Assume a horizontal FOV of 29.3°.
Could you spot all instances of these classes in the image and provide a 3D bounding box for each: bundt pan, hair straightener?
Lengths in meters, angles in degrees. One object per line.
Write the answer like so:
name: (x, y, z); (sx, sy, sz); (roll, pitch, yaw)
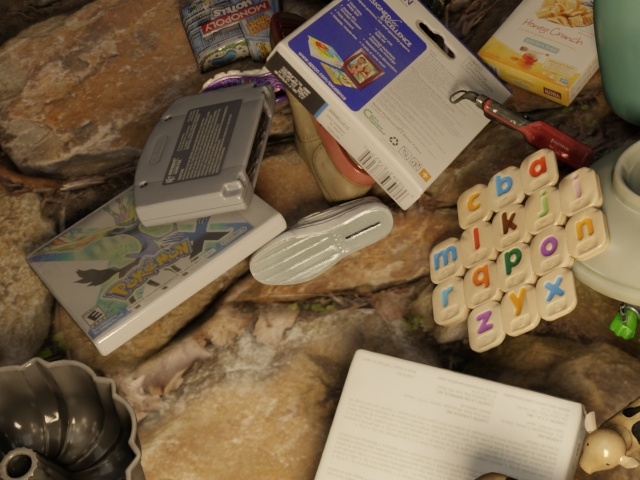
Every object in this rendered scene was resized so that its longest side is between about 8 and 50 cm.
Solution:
bundt pan: (-0.382, 0.328, 1.636); (0.330, 0.124, 0.331); (-6, 52, 8)
hair straightener: (0.302, -0.170, 1.864); (0.230, 0.089, 0.047); (25, 95, 5)

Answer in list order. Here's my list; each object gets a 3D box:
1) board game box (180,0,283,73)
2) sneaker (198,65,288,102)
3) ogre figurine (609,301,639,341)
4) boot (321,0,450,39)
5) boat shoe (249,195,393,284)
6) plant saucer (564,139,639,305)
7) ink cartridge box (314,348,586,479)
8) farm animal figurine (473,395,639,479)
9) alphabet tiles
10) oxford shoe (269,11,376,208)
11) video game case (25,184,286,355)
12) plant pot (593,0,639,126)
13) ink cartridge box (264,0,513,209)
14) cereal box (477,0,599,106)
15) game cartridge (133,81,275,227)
board game box: (-0.138, -0.375, 2.149); (0.194, 0.060, 0.194); (-21, 51, -3)
sneaker: (-0.123, -0.245, 2.045); (0.169, 0.068, 0.071); (-14, 57, 2)
ogre figurine: (0.474, 0.099, 1.621); (0.197, 0.097, 0.118); (-1, 45, 4)
boot: (0.042, -0.391, 2.073); (0.348, 0.131, 0.260); (14, 58, 22)
boat shoe: (0.000, 0.000, 1.835); (0.226, 0.083, 0.076); (-19, 24, -1)
plant saucer: (0.509, -0.061, 1.662); (0.400, 0.101, 0.400); (-8, 34, 6)
ink cartridge box: (0.139, 0.355, 1.542); (0.308, 0.091, 0.385); (12, 74, 21)
farm animal figurine: (0.301, 0.315, 1.377); (0.326, 0.172, 0.330); (3, 74, 0)
alphabet tiles: (0.270, 0.013, 1.695); (0.284, 0.021, 0.278); (-30, 44, 32)
oxford shoe: (-0.016, -0.204, 1.915); (0.123, 0.130, 0.348); (-1, 56, -35)
video game case: (-0.256, 0.003, 1.859); (0.329, 0.036, 0.300); (-36, 39, -14)
plant pot: (0.537, -0.345, 1.812); (0.293, 0.235, 0.293); (-17, 40, 15)
ink cartridge box: (0.110, -0.242, 1.872); (0.303, 0.072, 0.307); (45, 46, 0)
cereal box: (0.392, -0.339, 2.004); (0.173, 0.047, 0.240); (26, 63, 29)
game cartridge: (-0.185, -0.136, 1.918); (0.198, 0.062, 0.297); (-13, 38, 20)
